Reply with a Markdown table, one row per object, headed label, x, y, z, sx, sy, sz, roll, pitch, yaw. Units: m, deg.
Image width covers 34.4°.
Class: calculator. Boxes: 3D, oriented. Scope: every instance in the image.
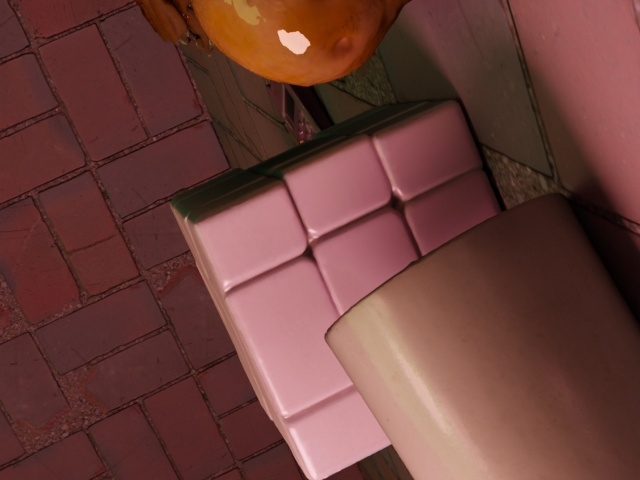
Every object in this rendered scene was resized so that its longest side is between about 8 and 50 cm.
| label | x | y | z | sx | sy | sz | roll | pitch | yaw |
| --- | --- | --- | --- | --- | --- | --- | --- | --- | --- |
| calculator | -0.009 | -0.181 | 1.764 | 0.294 | 0.043 | 0.194 | 59 | 169 | 13 |

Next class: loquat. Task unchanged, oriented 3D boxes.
| label | x | y | z | sx | sy | sz | roll | pitch | yaw |
| --- | --- | --- | --- | --- | --- | --- | --- | --- | --- |
| loquat | -0.025 | -0.263 | 0.992 | 0.244 | 0.244 | 0.244 | 62 | 171 | 17 |

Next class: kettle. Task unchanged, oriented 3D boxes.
| label | x | y | z | sx | sy | sz | roll | pitch | yaw |
| --- | --- | --- | --- | --- | --- | --- | --- | --- | --- |
| kettle | 0.216 | 0.185 | 0.942 | 0.376 | 0.250 | 0.361 | 60 | -169 | 13 |

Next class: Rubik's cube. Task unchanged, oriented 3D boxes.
| label | x | y | z | sx | sy | sz | roll | pitch | yaw |
| --- | --- | --- | --- | --- | --- | --- | --- | --- | --- |
| Rubik's cube | 0.034 | 0.038 | 1.219 | 0.319 | 0.316 | 0.322 | 66 | 170 | -11 |

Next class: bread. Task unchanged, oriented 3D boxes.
| label | x | y | z | sx | sy | sz | roll | pitch | yaw |
| --- | --- | --- | --- | --- | --- | --- | --- | --- | --- |
| bread | -0.274 | -0.496 | 1.962 | 0.314 | 0.191 | 0.370 | 52 | 178 | 34 |
